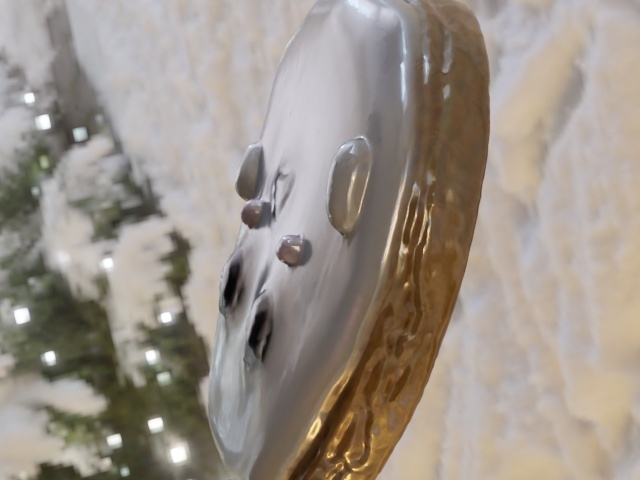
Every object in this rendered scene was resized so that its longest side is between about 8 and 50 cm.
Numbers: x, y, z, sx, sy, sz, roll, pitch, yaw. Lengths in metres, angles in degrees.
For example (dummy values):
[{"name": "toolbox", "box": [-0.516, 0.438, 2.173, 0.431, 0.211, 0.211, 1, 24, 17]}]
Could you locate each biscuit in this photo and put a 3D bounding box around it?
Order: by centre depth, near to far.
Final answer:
[{"name": "biscuit", "box": [0.000, 0.000, 0.574, 0.181, 0.049, 0.208, -167, 93, -73]}]
